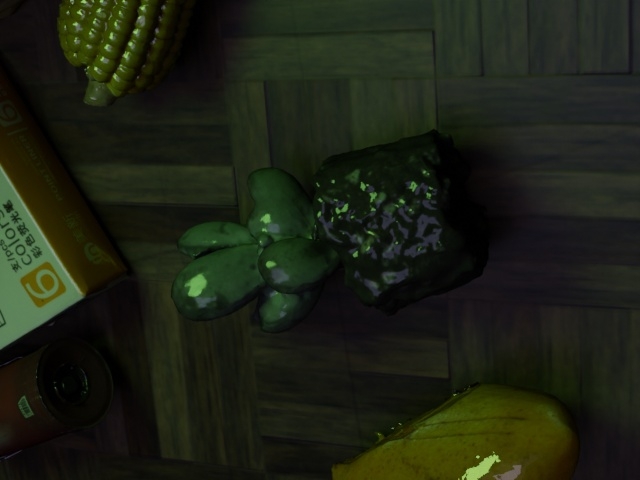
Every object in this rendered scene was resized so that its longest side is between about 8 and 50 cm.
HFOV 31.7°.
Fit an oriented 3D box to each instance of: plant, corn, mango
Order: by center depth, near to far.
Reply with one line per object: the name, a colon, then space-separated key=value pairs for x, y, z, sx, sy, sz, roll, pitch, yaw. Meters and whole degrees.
corn: x=-0.144 y=-0.260 z=0.954 sx=0.119 sy=0.119 sz=0.322 roll=26 pitch=110 yaw=13
plant: x=0.000 y=0.000 z=0.957 sx=0.274 sy=0.146 sz=0.149 roll=-15 pitch=89 yaw=25
mango: x=0.124 y=0.204 z=0.981 sx=0.252 sy=0.154 sz=0.126 roll=-31 pitch=101 yaw=41

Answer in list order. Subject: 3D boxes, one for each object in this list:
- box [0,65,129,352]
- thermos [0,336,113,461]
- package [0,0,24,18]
box: x=-0.349 y=-0.023 z=1.129 sx=0.221 sy=0.091 sz=0.274 roll=-32 pitch=92 yaw=29
thermos: x=-0.328 y=0.178 z=1.173 sx=0.232 sy=0.124 sz=0.099 roll=-23 pitch=94 yaw=35
package: x=-0.323 y=-0.249 z=0.916 sx=0.165 sy=0.311 sz=0.221 roll=19 pitch=112 yaw=19
